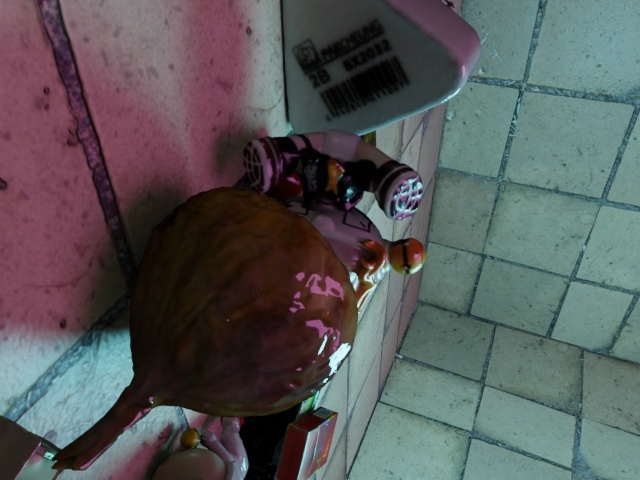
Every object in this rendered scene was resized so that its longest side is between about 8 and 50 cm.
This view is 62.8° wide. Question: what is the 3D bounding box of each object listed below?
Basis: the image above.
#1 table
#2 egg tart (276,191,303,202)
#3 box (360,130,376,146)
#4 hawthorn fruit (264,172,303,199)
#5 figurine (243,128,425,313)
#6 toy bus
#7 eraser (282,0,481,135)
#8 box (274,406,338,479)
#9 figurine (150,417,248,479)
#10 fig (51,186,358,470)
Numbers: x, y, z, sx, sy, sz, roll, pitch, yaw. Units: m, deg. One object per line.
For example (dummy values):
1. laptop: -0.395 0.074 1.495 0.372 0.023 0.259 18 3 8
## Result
1. table: -0.286 0.208 0.487 0.083 0.079 0.062 81 31 -54
2. egg tart: -0.036 -0.045 1.021 0.197 0.078 0.197 12 90 -72
3. box: 0.060 -0.199 1.194 0.159 0.071 0.240 83 27 -52
4. hawthorn fruit: -0.072 -0.107 0.880 0.093 0.081 0.081 -15 120 -48
5. figurine: 0.001 -0.004 0.827 0.196 0.320 0.323 -74 178 -59
6. toy bus: -0.089 0.371 1.093 0.165 0.134 0.276 51 57 -65
7. eraser: 0.060 -0.297 0.892 0.150 0.331 0.331 -55 153 -43
8. box: -0.022 0.400 1.026 0.175 0.048 0.112 14 90 -69
9. figurine: -0.195 0.397 0.842 0.186 0.176 0.287 58 12 -8
10. fig: -0.141 0.105 0.591 0.369 0.286 0.286 -33 137 -44
